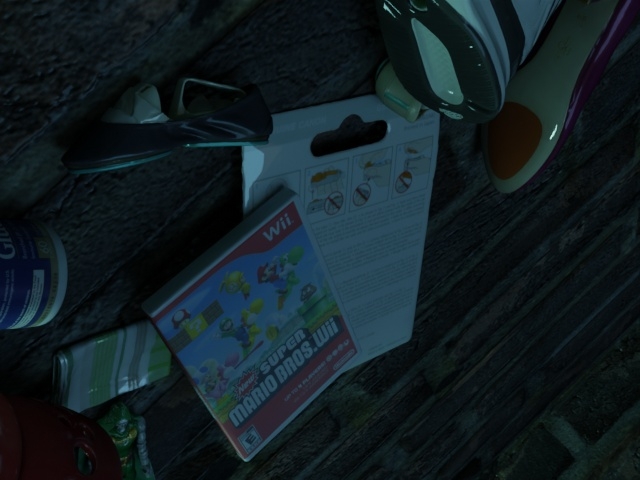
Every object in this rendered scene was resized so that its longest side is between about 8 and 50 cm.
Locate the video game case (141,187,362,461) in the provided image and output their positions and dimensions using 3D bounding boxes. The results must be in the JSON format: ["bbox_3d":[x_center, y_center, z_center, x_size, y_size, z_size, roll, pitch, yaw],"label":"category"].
[{"bbox_3d":[-0.063,0.105,0.959,0.204,0.025,0.285,-41,135,-20],"label":"video game case"}]

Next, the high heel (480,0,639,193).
[{"bbox_3d":[0.338,-0.229,1.105,0.181,0.127,0.377,-22,144,-37],"label":"high heel"}]

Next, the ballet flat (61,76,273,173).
[{"bbox_3d":[-0.133,-0.108,0.745,0.203,0.074,0.074,-14,138,-32],"label":"ballet flat"}]

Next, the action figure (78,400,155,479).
[{"bbox_3d":[-0.260,0.286,1.064,0.137,0.063,0.232,-18,136,-33],"label":"action figure"}]

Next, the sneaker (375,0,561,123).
[{"bbox_3d":[0.141,-0.339,0.754,0.257,0.169,0.447,-54,149,-18],"label":"sneaker"}]

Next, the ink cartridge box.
[{"bbox_3d":[0.000,0.000,1.045,0.308,0.091,0.385,-18,123,-37],"label":"ink cartridge box"}]

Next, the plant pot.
[{"bbox_3d":[-0.315,0.239,0.812,0.191,0.191,0.174,-43,147,-3],"label":"plant pot"}]

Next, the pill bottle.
[{"bbox_3d":[-0.298,0.027,0.671,0.169,0.094,0.094,0,127,-51],"label":"pill bottle"}]

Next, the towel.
[{"bbox_3d":[-0.231,0.143,0.959,0.152,0.023,0.113,-19,141,-37],"label":"towel"}]

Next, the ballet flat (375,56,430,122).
[{"bbox_3d":[0.175,-0.208,0.972,0.248,0.086,0.086,-32,147,-21],"label":"ballet flat"}]
